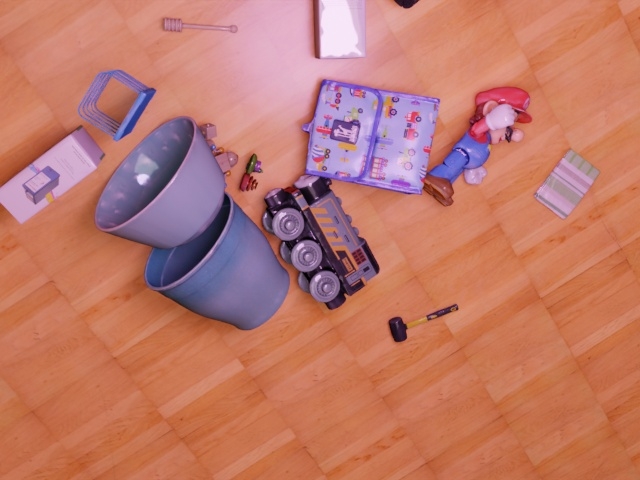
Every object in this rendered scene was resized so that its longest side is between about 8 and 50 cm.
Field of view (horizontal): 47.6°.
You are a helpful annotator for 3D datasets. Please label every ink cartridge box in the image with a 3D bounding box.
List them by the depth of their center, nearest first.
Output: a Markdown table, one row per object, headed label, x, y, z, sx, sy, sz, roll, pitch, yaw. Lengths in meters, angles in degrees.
| label | x | y | z | sx | sy | sz | roll | pitch | yaw |
| --- | --- | --- | --- | --- | --- | --- | --- | --- | --- |
| ink cartridge box | -0.591 | -0.148 | 1.596 | 0.212 | 0.154 | 0.093 | -35 | 110 | 2 |

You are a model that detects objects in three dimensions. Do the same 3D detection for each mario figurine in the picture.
| label | x | y | z | sx | sy | sz | roll | pitch | yaw |
| --- | --- | --- | --- | --- | --- | --- | --- | --- | --- |
| mario figurine | 0.388 | -0.214 | 1.693 | 0.170 | 0.198 | 0.320 | 38 | 91 | -21 |

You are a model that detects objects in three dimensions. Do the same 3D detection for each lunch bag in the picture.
| label | x | y | z | sx | sy | sz | roll | pitch | yaw |
| --- | --- | --- | --- | --- | --- | --- | --- | --- | --- |
| lunch bag | 0.102 | -0.239 | 1.675 | 0.293 | 0.138 | 0.220 | 10 | 93 | -5 |

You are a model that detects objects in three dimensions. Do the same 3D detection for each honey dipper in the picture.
| label | x | y | z | sx | sy | sz | roll | pitch | yaw |
| --- | --- | --- | --- | --- | --- | --- | --- | --- | --- |
| honey dipper | -0.264 | -0.475 | 1.612 | 0.161 | 0.030 | 0.030 | 0 | 106 | -10 |

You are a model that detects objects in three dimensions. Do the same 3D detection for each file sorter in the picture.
| label | x | y | z | sx | sy | sz | roll | pitch | yaw |
| --- | --- | --- | --- | --- | --- | --- | --- | --- | --- |
| file sorter | -0.438 | -0.299 | 1.568 | 0.105 | 0.170 | 0.118 | 33 | 99 | -12 |

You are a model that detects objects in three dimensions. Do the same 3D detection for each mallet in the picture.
| label | x | y | z | sx | sy | sz | roll | pitch | yaw |
| --- | --- | --- | --- | --- | --- | --- | --- | --- | --- |
| mallet | 0.266 | 0.197 | 1.886 | 0.190 | 0.039 | 0.062 | -27 | 106 | -5 |

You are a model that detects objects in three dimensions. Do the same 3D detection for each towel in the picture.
| label | x | y | z | sx | sy | sz | roll | pitch | yaw |
| --- | --- | --- | --- | --- | --- | --- | --- | --- | --- |
| towel | 0.625 | -0.143 | 1.843 | 0.113 | 0.023 | 0.152 | 33 | 97 | -18 |

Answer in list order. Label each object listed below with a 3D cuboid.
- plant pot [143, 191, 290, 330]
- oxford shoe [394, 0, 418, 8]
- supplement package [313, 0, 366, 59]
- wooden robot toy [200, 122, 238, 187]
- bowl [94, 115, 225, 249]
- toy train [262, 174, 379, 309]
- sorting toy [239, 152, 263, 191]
| label | x | y | z | sx | sy | sz | roll | pitch | yaw |
| --- | --- | --- | --- | --- | --- | --- | --- | --- | --- |
| plant pot | -0.218 | 0.070 | 1.671 | 0.272 | 0.271 | 0.255 | -43 | 122 | 5 |
| oxford shoe | 0.158 | -0.628 | 1.612 | 0.096 | 0.083 | 0.227 | -42 | 101 | -27 |
| supplement package | 0.041 | -0.495 | 1.609 | 0.105 | 0.105 | 0.179 | -3 | 106 | -8 |
| wooden robot toy | -0.232 | -0.193 | 1.695 | 0.079 | 0.076 | 0.173 | -28 | 112 | -37 |
| bowl | -0.329 | -0.102 | 1.591 | 0.311 | 0.311 | 0.163 | -44 | 122 | 6 |
| toy train | 0.000 | 0.000 | 1.742 | 0.190 | 0.142 | 0.333 | -33 | 106 | -12 |
| sorting toy | -0.156 | -0.157 | 1.706 | 0.042 | 0.061 | 0.102 | 19 | 126 | -13 |
